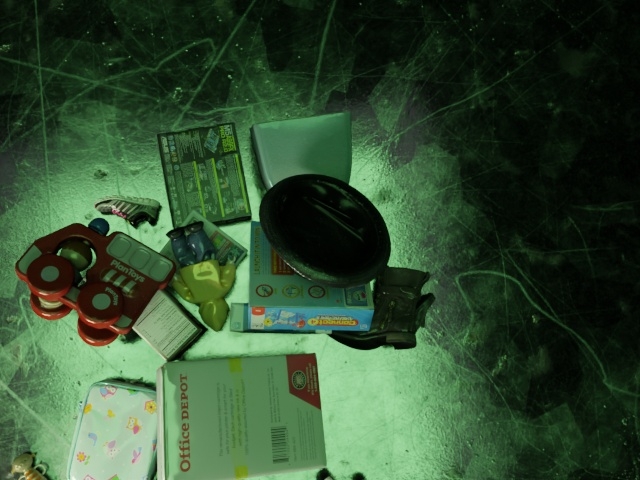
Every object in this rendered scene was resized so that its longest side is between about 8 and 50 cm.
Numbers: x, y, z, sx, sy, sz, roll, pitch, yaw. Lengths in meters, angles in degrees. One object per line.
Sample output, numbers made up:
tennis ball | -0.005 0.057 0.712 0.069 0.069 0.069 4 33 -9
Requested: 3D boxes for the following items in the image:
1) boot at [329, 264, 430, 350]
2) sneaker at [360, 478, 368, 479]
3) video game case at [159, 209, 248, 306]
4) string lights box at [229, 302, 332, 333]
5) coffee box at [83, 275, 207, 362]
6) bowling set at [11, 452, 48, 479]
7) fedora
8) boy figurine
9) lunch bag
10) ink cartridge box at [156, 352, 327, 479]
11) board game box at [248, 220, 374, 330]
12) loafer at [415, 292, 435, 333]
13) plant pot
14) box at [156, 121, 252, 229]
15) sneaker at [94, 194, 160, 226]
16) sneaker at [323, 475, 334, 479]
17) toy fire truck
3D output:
boot | 0.160 0.176 1.755 0.263 0.091 0.229 0 63 16
sneaker | 0.169 0.735 1.681 0.091 0.094 0.258 -19 86 -30
video game case | -0.325 0.051 1.720 0.183 0.023 0.201 38 89 -11
string lights box | -0.105 0.205 1.697 0.260 0.133 0.076 2 82 -6
coffee box | -0.438 0.166 1.650 0.297 0.168 0.119 44 80 1
bowling set | -0.802 0.629 1.532 0.287 0.200 0.154 -38 86 -14
fedora | 0.000 0.000 1.565 0.334 0.152 0.334 9 55 -12
boy figurine | -0.295 0.094 1.672 0.177 0.092 0.285 -21 100 -7
lunch bag | -0.507 0.487 1.625 0.224 0.108 0.279 12 80 -3
ink cartridge box | -0.200 0.430 1.581 0.385 0.160 0.279 1 74 -21
board game box | -0.032 0.086 1.663 0.302 0.086 0.308 2 43 -6
loafer | 0.262 0.218 1.777 0.061 0.062 0.170 41 89 -8
plant pot | -0.043 -0.194 1.716 0.248 0.247 0.252 -9 97 -7
box | -0.316 -0.173 1.769 0.216 0.060 0.270 -11 83 -8
sneaker | -0.516 -0.075 1.730 0.170 0.063 0.074 2 75 -11
sneaker | 0.011 0.791 1.623 0.236 0.130 0.322 -27 91 -14
toy fire truck | -0.523 0.079 1.504 0.302 0.169 0.254 30 57 -2
